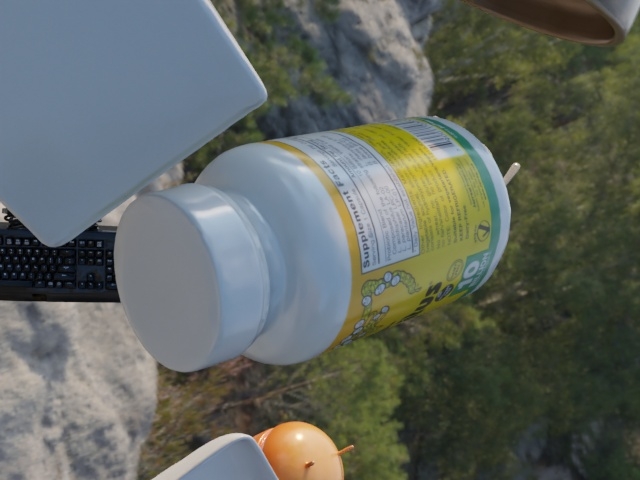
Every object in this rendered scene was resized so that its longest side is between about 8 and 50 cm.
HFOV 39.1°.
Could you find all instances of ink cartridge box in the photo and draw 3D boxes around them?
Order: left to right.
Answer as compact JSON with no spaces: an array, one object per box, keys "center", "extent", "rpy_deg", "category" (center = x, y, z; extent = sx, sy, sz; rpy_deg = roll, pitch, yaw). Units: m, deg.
[{"center":[-0.149,-0.157,0.405],"extent":[0.197,0.114,0.273],"rpy_deg":[53,3,-38],"category":"ink cartridge box"}]

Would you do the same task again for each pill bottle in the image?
[{"center":[0.000,0.000,0.492],"extent":[0.208,0.117,0.117],"rpy_deg":[-15,84,-43],"category":"pill bottle"}]

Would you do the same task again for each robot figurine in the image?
[{"center":[-0.062,0.309,1.145],"extent":[0.158,0.219,0.128],"rpy_deg":[41,35,-24],"category":"robot figurine"}]

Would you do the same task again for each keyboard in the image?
[{"center":[-0.259,0.010,0.827],"extent":[0.038,0.192,0.100],"rpy_deg":[-138,-130,-78],"category":"keyboard"}]

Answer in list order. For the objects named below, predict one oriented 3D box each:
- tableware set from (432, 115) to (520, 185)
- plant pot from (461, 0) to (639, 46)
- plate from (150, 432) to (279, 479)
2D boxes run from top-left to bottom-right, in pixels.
[{"center":[0.135,-0.054,1.075],"extent":[0.128,0.039,0.194],"rpy_deg":[33,58,15],"category":"tableware set"},{"center":[0.132,-0.237,0.647],"extent":[0.237,0.109,0.237],"rpy_deg":[26,8,-4],"category":"plant pot"},{"center":[-0.154,0.311,0.872],"extent":[0.045,0.277,0.278],"rpy_deg":[49,-13,38],"category":"plate"}]
